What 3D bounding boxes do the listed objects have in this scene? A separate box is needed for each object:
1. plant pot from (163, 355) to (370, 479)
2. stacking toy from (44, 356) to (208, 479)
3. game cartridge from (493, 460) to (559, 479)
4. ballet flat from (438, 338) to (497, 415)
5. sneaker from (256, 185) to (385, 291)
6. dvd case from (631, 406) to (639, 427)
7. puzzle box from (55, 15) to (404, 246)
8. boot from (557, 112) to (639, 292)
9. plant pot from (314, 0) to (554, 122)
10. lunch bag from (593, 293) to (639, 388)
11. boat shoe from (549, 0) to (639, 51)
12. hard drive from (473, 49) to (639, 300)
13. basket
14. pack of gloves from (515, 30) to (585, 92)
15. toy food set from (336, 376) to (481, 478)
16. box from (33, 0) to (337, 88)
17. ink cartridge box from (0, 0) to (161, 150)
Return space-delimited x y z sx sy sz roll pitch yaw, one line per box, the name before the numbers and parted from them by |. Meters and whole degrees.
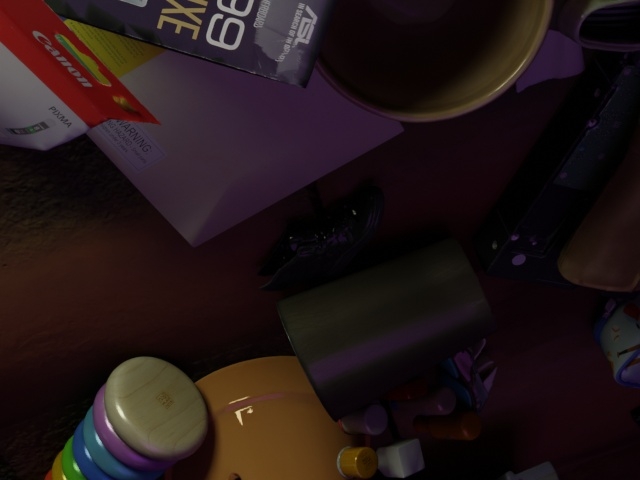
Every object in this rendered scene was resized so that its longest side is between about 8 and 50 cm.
plant pot | -0.058 0.322 1.623 0.291 0.203 0.291 -9 136 -9
stacking toy | -0.283 0.290 1.589 0.141 0.141 0.330 19 132 -32
game cartridge | 0.157 0.418 1.796 0.355 0.068 0.230 -20 168 -12
ballet flat | 0.192 0.163 1.647 0.079 0.077 0.221 -40 138 -15
sneaker | -0.001 -0.002 1.431 0.089 0.051 0.170 9 133 -31
dvd case | 0.607 0.283 1.920 0.180 0.022 0.253 -32 134 15
puzzle box | -0.120 -0.184 1.216 0.272 0.052 0.409 -28 135 11
boot | 0.421 -0.056 1.402 0.236 0.089 0.269 9 130 -8
plant pot | 0.092 -0.238 1.162 0.237 0.110 0.237 -1 111 -2
lunch bag | 0.522 0.112 1.665 0.303 0.115 0.243 12 131 -28
boat shoe | 0.344 -0.232 1.258 0.302 0.094 0.109 -8 137 -26
hard drive | 0.359 -0.079 1.460 0.237 0.064 0.339 9 130 -25
basket | 0.085 0.098 1.489 0.227 0.154 0.204 -26 151 2
pack of gloves | 0.175 -0.222 1.277 0.195 0.046 0.232 -20 135 1
toy food set | 0.090 0.239 1.607 0.232 0.111 0.104 -17 -175 -40
box | -0.078 -0.304 1.013 0.242 0.076 0.307 16 115 -12
ink cartridge box | -0.276 -0.147 1.107 0.181 0.225 0.056 47 65 -42
